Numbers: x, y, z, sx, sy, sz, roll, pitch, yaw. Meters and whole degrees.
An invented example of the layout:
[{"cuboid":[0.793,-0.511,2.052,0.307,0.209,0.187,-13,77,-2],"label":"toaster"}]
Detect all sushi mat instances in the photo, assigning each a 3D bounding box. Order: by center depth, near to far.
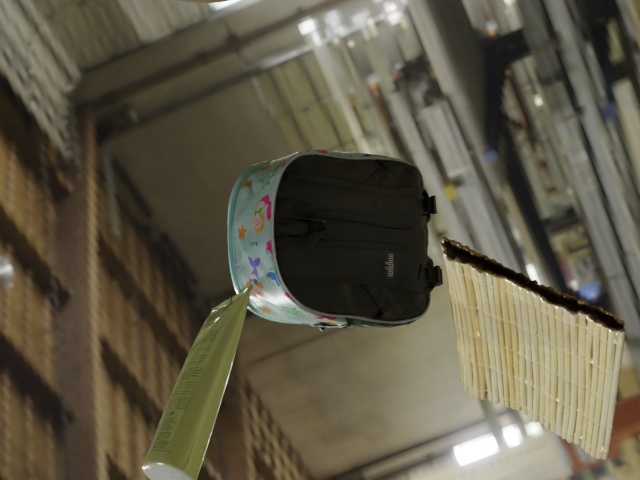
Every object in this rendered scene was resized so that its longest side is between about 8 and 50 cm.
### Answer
[{"cuboid":[0.174,0.099,1.140,0.151,0.019,0.316,24,161,19],"label":"sushi mat"}]

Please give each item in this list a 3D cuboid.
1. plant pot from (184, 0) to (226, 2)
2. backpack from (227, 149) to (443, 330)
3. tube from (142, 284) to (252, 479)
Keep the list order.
[{"cuboid":[-0.095,-0.347,1.347,0.263,0.263,0.229,65,172,-24],"label":"plant pot"},{"cuboid":[0.000,0.000,1.714,0.254,0.191,0.225,5,-99,-45],"label":"backpack"},{"cuboid":[-0.132,0.161,1.560,0.062,0.070,0.240,70,-150,-50],"label":"tube"}]
